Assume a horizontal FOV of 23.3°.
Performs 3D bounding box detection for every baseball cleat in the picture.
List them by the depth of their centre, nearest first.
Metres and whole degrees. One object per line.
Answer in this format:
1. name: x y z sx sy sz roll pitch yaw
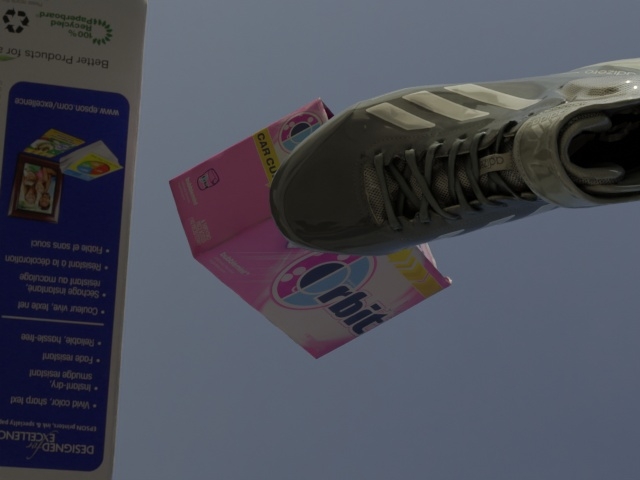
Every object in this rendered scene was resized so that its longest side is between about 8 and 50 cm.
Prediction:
1. baseball cleat: 0.069 -0.037 0.658 0.206 0.109 0.072 -17 -84 11

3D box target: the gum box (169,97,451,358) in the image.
1. gum box: 0.000 0.000 0.986 0.107 0.188 0.062 -28 -123 11

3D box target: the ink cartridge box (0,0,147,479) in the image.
1. ink cartridge box: -0.208 0.019 0.948 0.069 0.176 0.370 142 -48 -70
